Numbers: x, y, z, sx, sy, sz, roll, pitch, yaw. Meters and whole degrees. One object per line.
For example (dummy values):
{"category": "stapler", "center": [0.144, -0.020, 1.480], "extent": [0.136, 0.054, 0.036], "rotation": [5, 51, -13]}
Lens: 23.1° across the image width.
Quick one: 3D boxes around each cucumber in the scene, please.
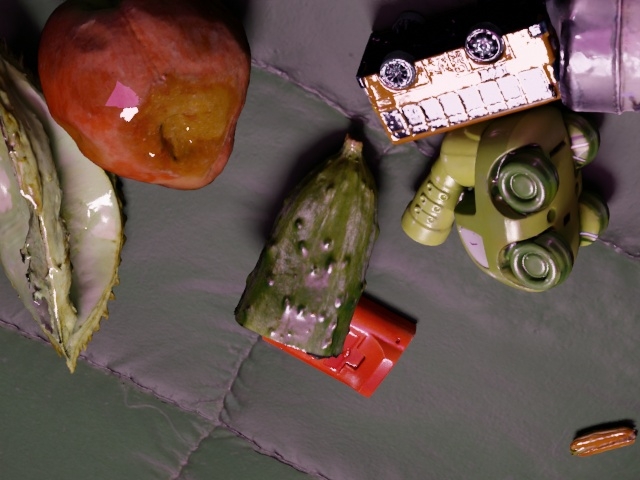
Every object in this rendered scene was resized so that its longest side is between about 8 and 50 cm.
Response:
{"category": "cucumber", "center": [0.001, -0.001, 1.706], "extent": [0.134, 0.134, 0.244], "rotation": [20, 105, -1]}

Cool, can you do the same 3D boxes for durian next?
{"category": "durian", "center": [-0.324, -0.048, 1.714], "extent": [0.163, 0.198, 0.394], "rotation": [2, 124, 14]}

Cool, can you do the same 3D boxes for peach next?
{"category": "peach", "center": [-0.165, -0.158, 1.594], "extent": [0.214, 0.214, 0.235], "rotation": [-13, 128, 22]}

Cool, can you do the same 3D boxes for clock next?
{"category": "clock", "center": [0.017, 0.113, 1.836], "extent": [0.155, 0.061, 0.113], "rotation": [29, 126, -6]}

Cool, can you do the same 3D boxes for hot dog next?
{"category": "hot dog", "center": [0.336, 0.238, 1.872], "extent": [0.083, 0.021, 0.037], "rotation": [-16, 141, 21]}

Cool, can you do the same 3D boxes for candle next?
{"category": "candle", "center": [0.373, -0.203, 1.433], "extent": [0.330, 0.187, 0.187], "rotation": [3, 127, 11]}

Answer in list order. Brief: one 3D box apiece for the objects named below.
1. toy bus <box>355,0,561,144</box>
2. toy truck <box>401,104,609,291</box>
{"category": "toy bus", "center": [0.149, -0.174, 1.562], "extent": [0.201, 0.098, 0.114], "rotation": [-14, 122, 24]}
{"category": "toy truck", "center": [0.188, -0.056, 1.623], "extent": [0.211, 0.148, 0.187], "rotation": [23, 129, 24]}
